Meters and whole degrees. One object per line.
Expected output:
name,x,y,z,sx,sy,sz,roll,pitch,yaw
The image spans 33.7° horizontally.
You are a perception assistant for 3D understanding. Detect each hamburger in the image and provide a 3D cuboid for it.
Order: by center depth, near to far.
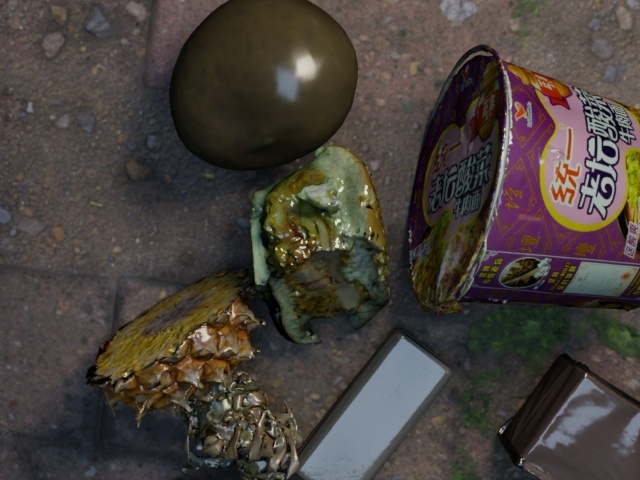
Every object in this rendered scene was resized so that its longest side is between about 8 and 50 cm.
hamburger,0.000,0.000,1.356,0.168,0.288,0.192,-9,63,4

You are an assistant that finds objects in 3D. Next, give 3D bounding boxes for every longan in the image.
longan,-0.068,-0.200,1.331,0.215,0.246,0.246,17,94,-32

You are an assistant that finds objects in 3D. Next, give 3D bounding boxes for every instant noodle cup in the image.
instant noodle cup,0.282,-0.050,1.314,0.266,0.340,0.339,11,94,-11

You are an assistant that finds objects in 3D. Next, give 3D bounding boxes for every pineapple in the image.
pineapple,-0.132,0.214,1.383,0.262,0.262,0.271,-31,106,2

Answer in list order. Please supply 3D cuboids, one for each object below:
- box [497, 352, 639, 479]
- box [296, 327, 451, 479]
box,0.389,0.277,1.386,0.252,0.188,0.153,32,94,0
box,0.071,0.242,1.448,0.103,0.055,0.243,38,94,-3
